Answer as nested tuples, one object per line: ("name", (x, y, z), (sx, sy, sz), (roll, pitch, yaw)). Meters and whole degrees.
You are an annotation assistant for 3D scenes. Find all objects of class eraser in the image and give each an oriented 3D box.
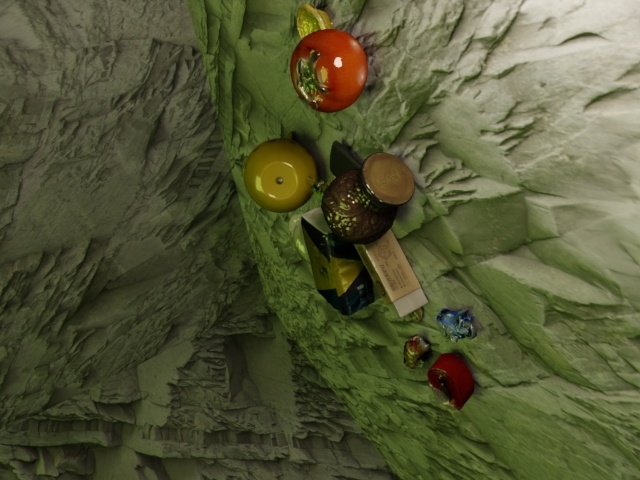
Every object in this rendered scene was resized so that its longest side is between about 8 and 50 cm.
("eraser", (0.265, 0.116, 1.772), (0.343, 0.144, 0.078), (64, 158, 6))

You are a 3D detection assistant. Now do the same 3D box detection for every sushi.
("sushi", (0.396, 0.466, 1.928), (0.226, 0.103, 0.097), (84, 180, -47))

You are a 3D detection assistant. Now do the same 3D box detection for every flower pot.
("flower pot", (0.168, -0.150, 1.577), (0.266, 0.267, 0.267), (62, 149, 9))

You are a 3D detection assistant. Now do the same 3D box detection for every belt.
("belt", (0.485, 0.512, 1.718), (0.128, 0.124, 0.200), (-4, 115, 48))

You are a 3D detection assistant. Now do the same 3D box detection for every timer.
("timer", (-0.180, -0.309, 2.171), (0.387, 0.376, 0.376), (-103, -4, -71))

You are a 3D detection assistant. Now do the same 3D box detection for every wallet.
("wallet", (0.124, -0.264, 1.830), (0.245, 0.052, 0.168), (50, 156, 27))

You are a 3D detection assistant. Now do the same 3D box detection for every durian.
("durian", (0.068, -0.178, 1.853), (0.375, 0.107, 0.132), (43, 159, 48))

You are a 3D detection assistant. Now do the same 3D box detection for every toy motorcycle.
("toy motorcycle", (0.458, 0.283, 1.598), (0.114, 0.076, 0.205), (71, 160, 5))

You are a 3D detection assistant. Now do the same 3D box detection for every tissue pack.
("tissue pack", (0.099, 0.062, 1.969), (0.264, 0.253, 0.416), (34, 142, 53))

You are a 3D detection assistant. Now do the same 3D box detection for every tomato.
("tomato", (0.028, -0.536, 1.483), (0.256, 0.224, 0.255), (40, 150, 29))

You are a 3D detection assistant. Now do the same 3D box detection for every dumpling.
("dumpling", (0.000, 0.000, 2.189), (0.243, 0.187, 0.318), (-29, 112, 31))

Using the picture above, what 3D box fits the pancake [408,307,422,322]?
("pancake", (0.364, 0.265, 1.871), (0.139, 0.022, 0.139), (51, 155, 35))

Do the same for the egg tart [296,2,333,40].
("egg tart", (-0.011, -0.715, 1.598), (0.191, 0.074, 0.191), (50, 156, 33))
